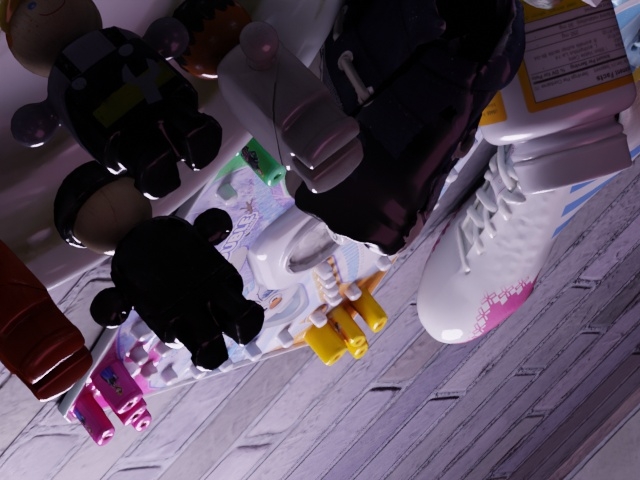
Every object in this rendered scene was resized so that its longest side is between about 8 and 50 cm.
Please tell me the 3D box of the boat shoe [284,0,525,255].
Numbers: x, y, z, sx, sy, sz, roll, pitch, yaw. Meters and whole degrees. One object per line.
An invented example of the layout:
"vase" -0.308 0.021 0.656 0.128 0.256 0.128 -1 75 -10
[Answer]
"boat shoe" 0.071 -0.130 1.254 0.158 0.127 0.340 -54 -166 27

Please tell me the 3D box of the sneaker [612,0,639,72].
"sneaker" 0.241 -0.220 1.516 0.319 0.127 0.208 -36 165 35

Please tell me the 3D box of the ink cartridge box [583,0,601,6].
"ink cartridge box" 0.179 -0.345 1.033 0.384 0.160 0.279 -47 149 15

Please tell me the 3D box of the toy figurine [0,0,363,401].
"toy figurine" -0.105 -0.036 1.017 0.213 0.148 0.209 -8 135 -51

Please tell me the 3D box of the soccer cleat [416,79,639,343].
"soccer cleat" 0.188 -0.047 1.822 0.331 0.116 0.143 -51 148 9

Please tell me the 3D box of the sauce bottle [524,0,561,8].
"sauce bottle" 0.231 -0.305 1.254 0.344 0.111 0.111 -45 159 3

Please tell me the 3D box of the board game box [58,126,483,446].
"board game box" 0.000 0.000 1.654 0.390 0.050 0.390 -15 147 -49

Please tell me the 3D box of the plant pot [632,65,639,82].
"plant pot" 0.251 -0.188 1.682 0.081 0.081 0.083 -40 147 -3

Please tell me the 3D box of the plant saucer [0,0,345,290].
"plant saucer" -0.156 -0.117 1.093 0.400 0.100 0.400 -34 157 -16

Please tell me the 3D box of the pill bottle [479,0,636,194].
"pill bottle" 0.158 -0.146 1.387 0.117 0.215 0.117 -16 -176 1
